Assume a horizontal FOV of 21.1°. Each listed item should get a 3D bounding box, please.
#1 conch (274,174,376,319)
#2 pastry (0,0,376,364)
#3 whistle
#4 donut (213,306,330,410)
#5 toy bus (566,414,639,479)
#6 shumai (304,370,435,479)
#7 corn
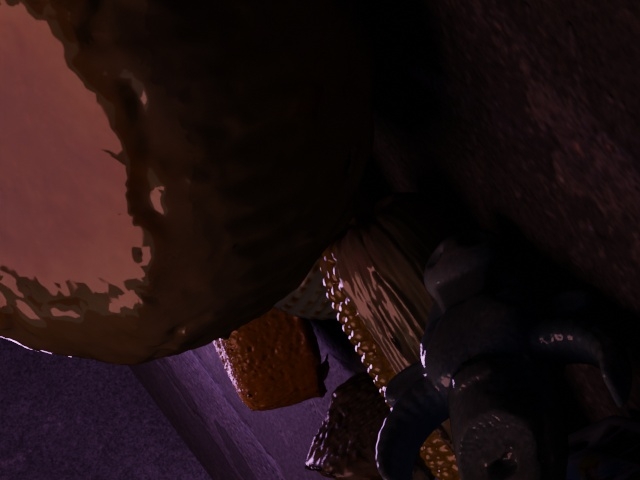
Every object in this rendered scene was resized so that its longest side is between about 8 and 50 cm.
[{"bbox_3d":[-0.010,0.004,1.447,0.200,0.131,0.172,60,165,-11],"label":"conch"},{"bbox_3d":[-0.132,-0.109,1.205,0.388,0.312,0.389,18,125,28],"label":"pastry"},{"bbox_3d":[0.117,0.091,1.146,0.093,0.180,0.269,48,-157,-33],"label":"whistle"},{"bbox_3d":[-0.071,0.070,1.878,0.253,0.118,0.254,159,90,-85],"label":"donut"},{"bbox_3d":[0.217,0.189,1.069,0.109,0.136,0.329,52,167,-12],"label":"toy bus"},{"bbox_3d":[0.062,0.209,1.685,0.145,0.145,0.116,36,162,56],"label":"shumai"},{"bbox_3d":[0.111,0.104,1.312,0.123,0.122,0.305,-8,118,58],"label":"corn"}]
